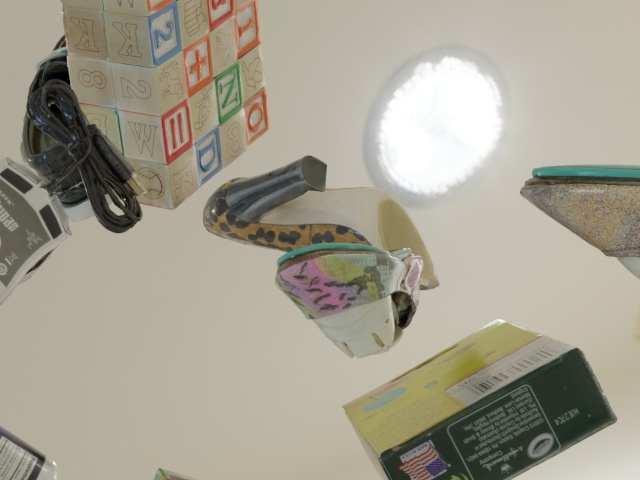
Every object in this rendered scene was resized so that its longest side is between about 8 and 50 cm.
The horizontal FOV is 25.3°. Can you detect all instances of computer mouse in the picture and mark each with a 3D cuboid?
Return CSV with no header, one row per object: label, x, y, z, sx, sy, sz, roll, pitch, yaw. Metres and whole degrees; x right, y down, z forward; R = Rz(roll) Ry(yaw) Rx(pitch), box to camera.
computer mouse,-0.189,-0.012,0.855,0.042,0.193,0.106,-29,-78,46

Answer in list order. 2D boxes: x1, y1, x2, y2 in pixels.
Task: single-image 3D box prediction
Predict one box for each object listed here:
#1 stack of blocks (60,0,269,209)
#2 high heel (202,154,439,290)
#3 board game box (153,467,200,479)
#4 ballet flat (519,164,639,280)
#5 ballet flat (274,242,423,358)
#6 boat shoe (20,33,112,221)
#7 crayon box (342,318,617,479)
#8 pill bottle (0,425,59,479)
stack of blocks,-0.130,-0.199,1.184,0.087,0.171,0.297,11,-57,25
high heel,0.000,0.000,1.625,0.186,0.093,0.261,-19,-44,41
board game box,-0.074,0.287,1.378,0.170,0.141,0.048,21,-84,-22
ballet flat,0.288,0.002,0.923,0.316,0.107,0.106,0,-89,6
ballet flat,0.032,0.044,1.024,0.076,0.221,0.079,-14,-96,17
boat shoe,-0.250,-0.150,1.475,0.114,0.302,0.091,-28,-51,10
crayon box,0.138,0.164,1.369,0.202,0.318,0.081,-28,-86,-3
pill bottle,-0.280,0.205,1.196,0.169,0.094,0.094,36,-78,-12
